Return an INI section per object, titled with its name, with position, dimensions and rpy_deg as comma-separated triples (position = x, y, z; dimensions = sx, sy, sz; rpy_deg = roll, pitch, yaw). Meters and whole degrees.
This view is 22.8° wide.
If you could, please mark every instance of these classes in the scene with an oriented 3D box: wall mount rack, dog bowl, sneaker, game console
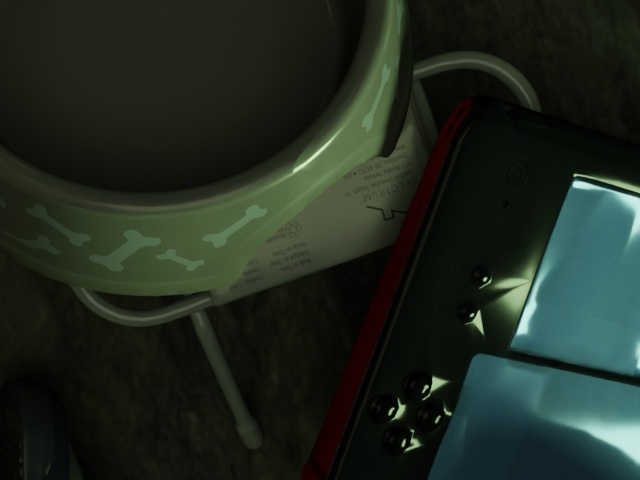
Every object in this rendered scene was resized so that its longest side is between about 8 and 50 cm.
[wall mount rack]
position = 0.000, 0.000, 1.157
dimensions = 0.350, 0.130, 0.304
rpy_deg = -19, 102, 0
[dog bowl]
position = -0.108, -0.144, 1.026
dimensions = 0.349, 0.102, 0.348
rpy_deg = 1, 72, -2
[sneaker]
position = -0.176, 0.247, 1.223
dimensions = 0.131, 0.112, 0.319
rpy_deg = -11, 109, -20
[game console]
position = 0.189, 0.097, 1.159
dimensions = 0.386, 0.060, 0.342
rpy_deg = 14, 105, -34
